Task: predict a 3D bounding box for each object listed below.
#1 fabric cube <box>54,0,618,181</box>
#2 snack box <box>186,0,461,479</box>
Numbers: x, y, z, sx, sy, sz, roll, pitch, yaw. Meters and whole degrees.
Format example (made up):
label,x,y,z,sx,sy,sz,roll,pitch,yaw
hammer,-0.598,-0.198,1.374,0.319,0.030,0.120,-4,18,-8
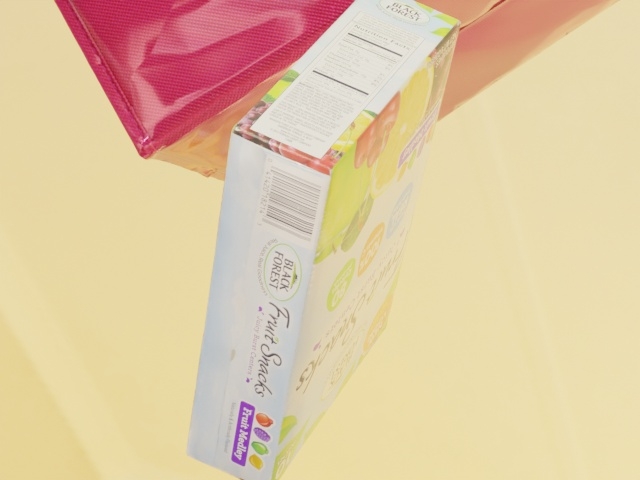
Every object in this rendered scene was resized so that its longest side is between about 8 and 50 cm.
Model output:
label,x,y,z,sx,sy,sz,roll,pitch,yaw
fabric cube,-0.004,-0.198,0.939,0.254,0.258,0.259,60,13,13
snack box,0.000,0.000,0.582,0.037,0.100,0.141,24,-49,15
